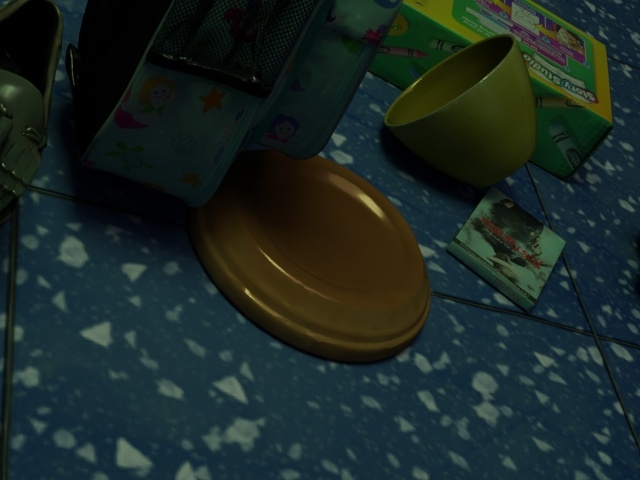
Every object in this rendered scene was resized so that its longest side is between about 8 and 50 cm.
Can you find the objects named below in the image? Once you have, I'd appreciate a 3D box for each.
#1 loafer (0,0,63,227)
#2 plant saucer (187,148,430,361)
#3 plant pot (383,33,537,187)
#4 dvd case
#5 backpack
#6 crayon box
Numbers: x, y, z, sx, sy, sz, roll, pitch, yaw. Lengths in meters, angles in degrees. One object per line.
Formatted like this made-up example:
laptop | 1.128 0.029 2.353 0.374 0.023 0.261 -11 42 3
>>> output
loafer | -0.203 -0.086 0.702 0.096 0.084 0.267 44 14 -26
plant saucer | 0.000 0.000 0.868 0.200 0.037 0.200 22 38 -19
plant pot | 0.137 -0.104 1.035 0.095 0.134 0.134 53 32 -17
dvd case | 0.163 0.004 1.014 0.087 0.013 0.119 38 37 4
backpack | -0.069 -0.153 0.803 0.191 0.253 0.225 24 26 -23
crayon box | 0.155 -0.194 1.172 0.278 0.081 0.165 28 37 -10
